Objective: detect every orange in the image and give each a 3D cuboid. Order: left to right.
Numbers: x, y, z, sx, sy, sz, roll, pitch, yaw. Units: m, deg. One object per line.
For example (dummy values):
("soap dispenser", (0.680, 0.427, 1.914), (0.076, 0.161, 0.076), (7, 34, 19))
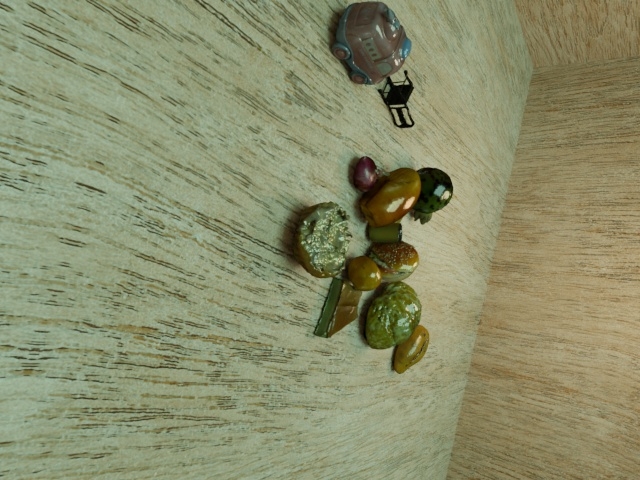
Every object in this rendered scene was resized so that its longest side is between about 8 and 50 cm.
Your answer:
("orange", (0.179, 0.141, 1.698), (0.134, 0.155, 0.155), (-31, 126, -8))
("orange", (0.355, 0.351, 1.918), (0.369, 0.210, 0.271), (-46, 133, -33))

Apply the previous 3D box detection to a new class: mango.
("mango", (0.312, -0.192, 1.763), (0.350, 0.199, 0.201), (-40, 171, -24))
("mango", (0.496, 0.586, 2.208), (0.295, 0.120, 0.177), (-51, 131, -32))

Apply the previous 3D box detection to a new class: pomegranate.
("pomegranate", (0.509, -0.212, 2.009), (0.242, 0.242, 0.306), (-21, 143, -48))

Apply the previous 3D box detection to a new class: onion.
("onion", (0.210, -0.268, 1.656), (0.150, 0.140, 0.150), (11, 90, -69))

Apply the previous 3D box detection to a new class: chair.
("chair", (0.352, -0.614, 1.792), (0.229, 0.106, 0.113), (45, 65, -47))

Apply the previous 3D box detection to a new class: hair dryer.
("hair dryer", (0.321, -0.067, 1.874), (0.279, 0.135, 0.090), (-45, 132, -59))

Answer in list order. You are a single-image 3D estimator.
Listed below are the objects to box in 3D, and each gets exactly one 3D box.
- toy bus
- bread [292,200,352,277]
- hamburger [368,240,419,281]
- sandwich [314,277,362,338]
("toy bus", (0.202, -0.716, 1.477), (0.294, 0.232, 0.197), (36, 69, -48))
("bread", (0.000, 0.000, 1.444), (0.274, 0.149, 0.274), (-4, 96, -47))
("hamburger", (0.328, 0.084, 1.822), (0.237, 0.237, 0.147), (-47, 147, -35))
("sandwich", (0.091, 0.301, 1.688), (0.212, 0.063, 0.245), (36, 71, -50))
